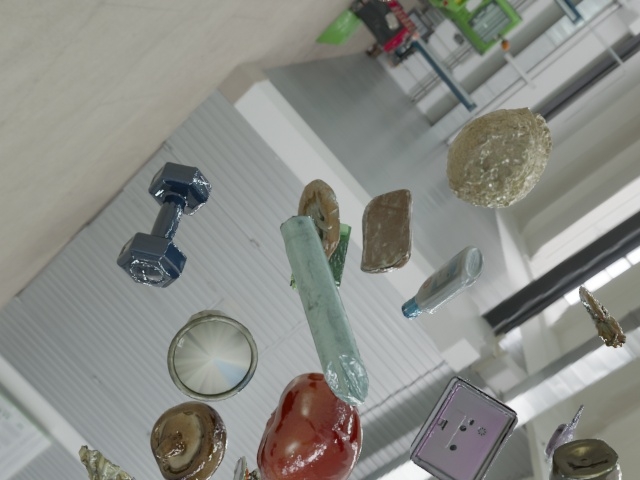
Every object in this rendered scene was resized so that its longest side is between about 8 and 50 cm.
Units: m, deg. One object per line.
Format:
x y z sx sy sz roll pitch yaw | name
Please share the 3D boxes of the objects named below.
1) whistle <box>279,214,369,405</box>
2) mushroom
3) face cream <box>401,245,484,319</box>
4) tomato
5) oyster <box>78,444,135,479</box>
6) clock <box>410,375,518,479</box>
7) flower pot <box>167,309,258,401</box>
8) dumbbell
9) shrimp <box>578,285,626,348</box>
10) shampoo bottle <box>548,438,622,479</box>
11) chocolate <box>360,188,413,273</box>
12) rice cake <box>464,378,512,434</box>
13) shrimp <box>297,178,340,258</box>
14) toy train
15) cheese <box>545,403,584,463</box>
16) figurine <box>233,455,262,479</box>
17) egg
0.004 0.097 0.925 0.062 0.312 0.062 -13 146 -9 | whistle
-0.389 0.601 1.826 0.253 0.253 0.153 -42 147 0 | mushroom
0.370 0.148 1.915 0.336 0.080 0.163 -47 -172 46 | face cream
-0.017 0.471 1.466 0.298 0.227 0.298 -63 -179 1 | tomato
-0.463 0.535 1.346 0.133 0.209 0.072 2 -142 34 | oyster
0.285 0.388 1.231 0.193 0.145 0.073 -58 173 0 | clock
-0.270 0.256 1.523 0.212 0.212 0.202 -42 -162 -1 | flower pot
-0.385 -0.044 1.544 0.144 0.160 0.324 102 -1 -51 | dumbbell
0.628 0.173 1.394 0.052 0.132 0.187 -41 -156 17 | shrimp
0.478 0.518 1.115 0.126 0.349 0.084 -13 -155 -5 | shampoo bottle
0.202 -0.014 1.762 0.157 0.080 0.253 -14 -125 32 | chocolate
0.379 0.443 1.548 0.124 0.038 0.211 -39 -150 -4 | rice cake
0.000 0.000 1.588 0.077 0.316 0.168 -6 -177 -31 | shrimp
0.001 0.062 1.936 0.188 0.159 0.271 124 -19 -58 | toy train
0.587 0.471 1.481 0.191 0.042 0.105 -27 133 -44 | cheese
-0.196 0.766 1.966 0.132 0.154 0.132 -163 -90 -77 | figurine
0.490 -0.230 1.714 0.310 0.279 0.279 -50 -175 3 | egg
